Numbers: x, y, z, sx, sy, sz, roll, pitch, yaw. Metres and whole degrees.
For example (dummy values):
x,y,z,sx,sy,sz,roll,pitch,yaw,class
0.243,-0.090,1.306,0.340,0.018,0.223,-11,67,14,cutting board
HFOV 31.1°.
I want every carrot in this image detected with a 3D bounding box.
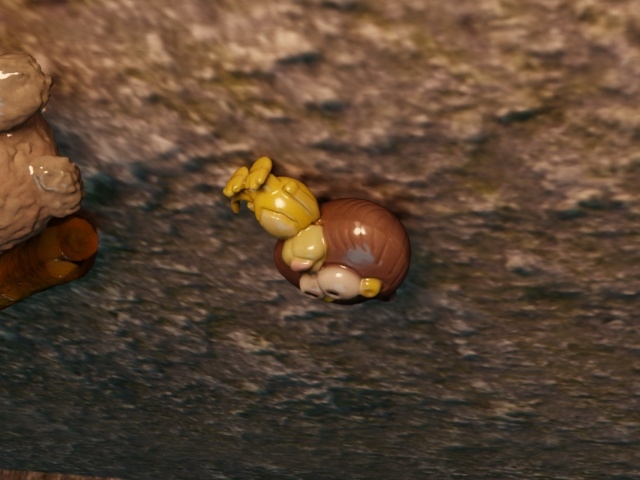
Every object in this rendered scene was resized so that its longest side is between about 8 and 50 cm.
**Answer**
x,y,z,sx,sy,sz,roll,pitch,yaw,class
-0.314,0.029,1.245,0.070,0.070,0.260,22,155,-31,carrot

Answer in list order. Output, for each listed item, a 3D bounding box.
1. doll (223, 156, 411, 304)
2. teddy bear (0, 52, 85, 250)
x,y,z,sx,sy,sz,roll,pitch,yaw,class
-0.006,0.002,1.035,0.188,0.096,0.145,23,148,-9,doll
-0.291,-0.093,0.821,0.236,0.151,0.267,-4,154,33,teddy bear
